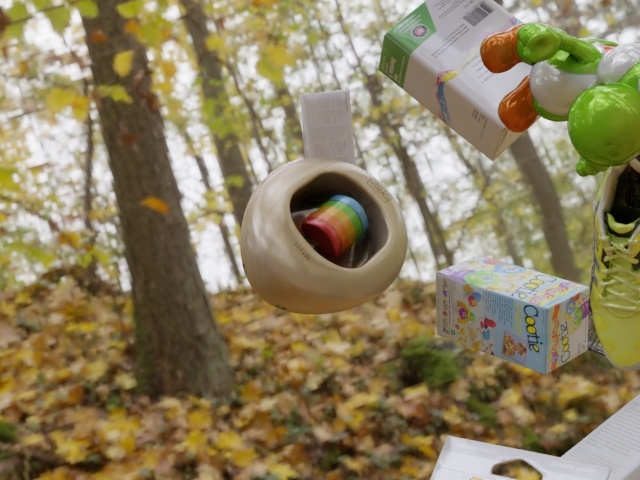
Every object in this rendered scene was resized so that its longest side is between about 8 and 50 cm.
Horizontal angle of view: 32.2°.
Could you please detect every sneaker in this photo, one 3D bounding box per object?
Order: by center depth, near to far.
[{"bbox_3d":[0.484,0.021,1.773,0.145,0.384,0.147,4,7,36],"label":"sneaker"}]

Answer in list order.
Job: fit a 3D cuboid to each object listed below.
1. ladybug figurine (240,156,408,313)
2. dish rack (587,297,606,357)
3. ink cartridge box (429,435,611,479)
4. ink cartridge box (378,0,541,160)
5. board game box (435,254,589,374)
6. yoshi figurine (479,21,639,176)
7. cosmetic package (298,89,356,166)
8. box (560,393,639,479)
[{"bbox_3d":[0.000,0.000,2.081,0.162,0.305,0.449,-46,-8,36],"label":"ladybug figurine"},{"bbox_3d":[0.565,0.175,2.499,0.208,0.074,0.271,21,15,-16],"label":"dish rack"},{"bbox_3d":[0.281,0.450,1.703,0.296,0.066,0.261,4,52,38],"label":"ink cartridge box"},{"bbox_3d":[0.273,-0.305,1.948,0.201,0.278,0.117,-41,-18,-22],"label":"ink cartridge box"},{"bbox_3d":[0.381,0.142,2.212,0.142,0.144,0.275,-20,27,-39],"label":"board game box"},{"bbox_3d":[0.352,-0.197,1.538,0.204,0.203,0.362,12,7,-30],"label":"yoshi figurine"},{"bbox_3d":[0.018,-0.188,2.288,0.099,0.239,0.060,-6,8,-12],"label":"cosmetic package"},{"bbox_3d":[0.607,0.366,1.838,0.345,0.215,0.168,-34,15,-13],"label":"box"}]
